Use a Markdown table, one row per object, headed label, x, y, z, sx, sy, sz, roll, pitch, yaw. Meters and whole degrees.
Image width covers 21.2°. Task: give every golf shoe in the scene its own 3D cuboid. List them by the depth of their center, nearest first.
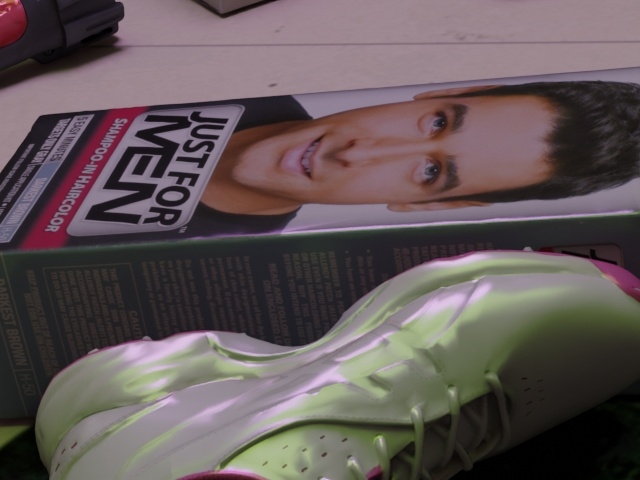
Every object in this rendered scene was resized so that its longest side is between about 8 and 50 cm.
| label | x | y | z | sx | sy | sz | roll | pitch | yaw |
| --- | --- | --- | --- | --- | --- | --- | --- | --- | --- |
| golf shoe | 0.019 | 0.097 | 0.801 | 0.306 | 0.115 | 0.140 | -16 | 38 | 3 |

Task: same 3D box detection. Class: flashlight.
| label | x | y | z | sx | sy | sz | roll | pitch | yaw |
| --- | --- | --- | --- | --- | --- | --- | --- | --- | --- |
| flashlight | -0.311 | -0.166 | 1.379 | 0.304 | 0.103 | 0.103 | -27 | -2 | -20 |

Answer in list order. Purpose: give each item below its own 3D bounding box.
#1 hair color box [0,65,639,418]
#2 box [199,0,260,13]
| label | x | y | z | sx | sy | sz | roll | pitch | yaw |
| --- | --- | --- | --- | --- | --- | --- | --- | --- | --- |
| hair color box | 0.000 | 0.000 | 0.963 | 0.374 | 0.113 | 0.185 | -3 | 29 | 13 |
| box | -0.024 | -0.314 | 1.518 | 0.232 | 0.148 | 0.127 | -22 | 31 | -20 |
